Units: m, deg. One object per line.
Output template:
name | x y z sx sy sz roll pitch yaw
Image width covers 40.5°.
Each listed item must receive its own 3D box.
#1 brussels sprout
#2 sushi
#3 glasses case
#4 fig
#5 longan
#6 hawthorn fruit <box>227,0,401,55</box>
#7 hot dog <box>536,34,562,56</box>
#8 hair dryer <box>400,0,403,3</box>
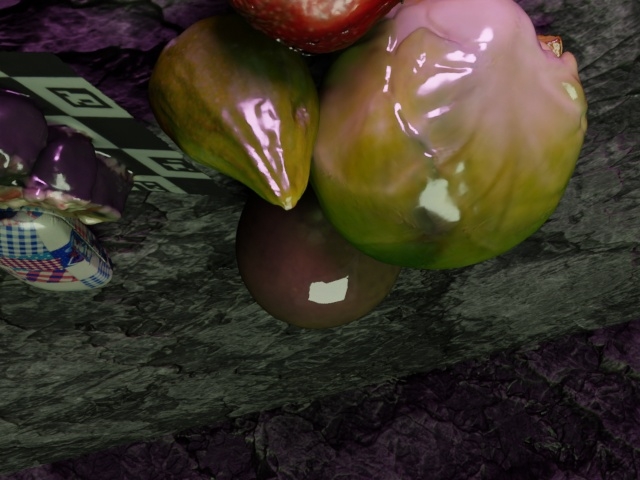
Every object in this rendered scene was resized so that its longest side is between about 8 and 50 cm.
brussels sprout | 0.132 -0.127 0.985 0.343 0.268 0.344 -9 122 -15
sushi | -0.299 -0.064 0.879 0.296 0.100 0.373 5 166 20
glasses case | -0.372 0.011 1.175 0.125 0.076 0.327 -3 164 0
fig | -0.080 -0.146 0.887 0.167 0.233 0.167 -11 116 -24
longan | 0.000 0.000 1.231 0.257 0.258 0.258 -14 159 -6
hawthorn fruit | 0.012 -0.268 0.702 0.181 0.181 0.235 7 133 -46
hot dog | 0.253 -0.213 1.136 0.078 0.061 0.169 31 128 -21
hair dryer | 0.076 -0.271 0.790 0.037 0.124 0.063 3 160 10
